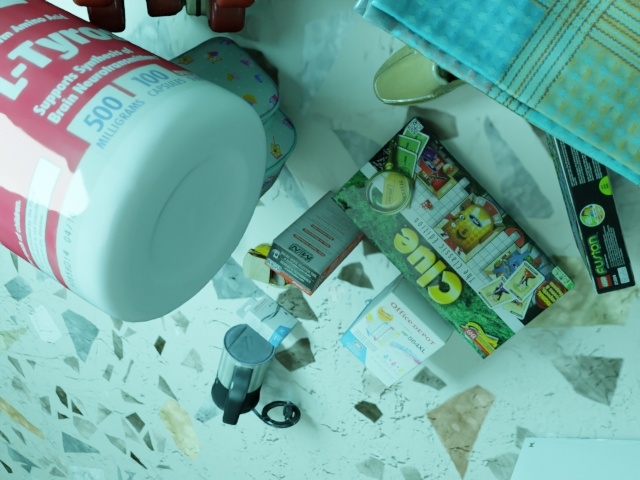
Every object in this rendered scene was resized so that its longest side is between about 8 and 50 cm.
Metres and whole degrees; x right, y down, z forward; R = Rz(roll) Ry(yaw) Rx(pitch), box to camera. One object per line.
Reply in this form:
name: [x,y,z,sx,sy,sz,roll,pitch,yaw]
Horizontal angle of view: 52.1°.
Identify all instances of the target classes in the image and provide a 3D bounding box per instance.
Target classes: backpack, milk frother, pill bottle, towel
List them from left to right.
pill bottle: [-0.275,-0.111,0.641,0.407,0.229,0.229,28,130,17]
backpack: [-0.122,-0.137,0.785,0.188,0.166,0.144,47,140,-1]
milk frother: [-0.094,0.226,1.055,0.143,0.129,0.135,2,132,-19]
towel: [0.248,-0.192,0.478,0.370,0.040,0.271,29,115,-8]

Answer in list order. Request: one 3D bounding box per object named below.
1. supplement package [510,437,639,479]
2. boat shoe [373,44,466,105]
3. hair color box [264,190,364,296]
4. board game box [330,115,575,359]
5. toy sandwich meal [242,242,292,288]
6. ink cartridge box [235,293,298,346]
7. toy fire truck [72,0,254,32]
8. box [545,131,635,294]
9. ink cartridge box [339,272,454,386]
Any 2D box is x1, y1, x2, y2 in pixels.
supplement package: [0.354,0.371,0.800,0.194,0.149,0.203,-11,112,38]
boat shoe: [0.125,-0.179,0.660,0.190,0.072,0.068,-17,107,39]
hair color box: [0.000,0.000,0.807,0.072,0.141,0.043,35,131,11]
board game box: [0.148,-0.002,0.748,0.260,0.030,0.136,46,107,0]
toy sandwich meal: [-0.075,0.040,0.957,0.085,0.029,0.086,17,126,25]
ink cartridge box: [-0.082,0.117,0.996,0.083,0.048,0.028,38,132,8]
toy fire truck: [-0.162,-0.349,0.652,0.169,0.302,0.254,-4,98,-12]
box: [0.246,-0.066,0.621,0.036,0.114,0.207,-17,108,18]
ink cartridge box: [0.110,0.100,0.831,0.092,0.090,0.143,43,133,4]
